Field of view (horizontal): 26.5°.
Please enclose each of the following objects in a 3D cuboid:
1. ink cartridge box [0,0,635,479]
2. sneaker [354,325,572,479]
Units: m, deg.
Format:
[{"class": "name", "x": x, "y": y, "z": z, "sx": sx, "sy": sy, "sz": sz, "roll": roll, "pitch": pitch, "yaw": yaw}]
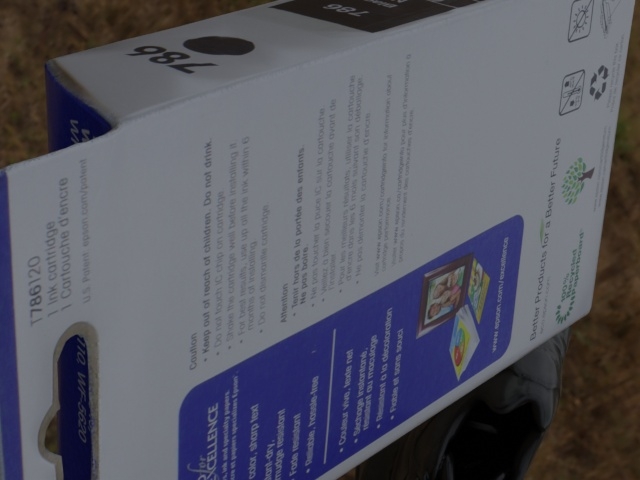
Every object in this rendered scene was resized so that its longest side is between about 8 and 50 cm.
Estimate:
[{"class": "ink cartridge box", "x": 0.000, "y": 0.000, "z": 0.475, "sx": 0.065, "sy": 0.165, "sz": 0.333, "roll": 21, "pitch": 29, "yaw": 33}, {"class": "sneaker", "x": 0.094, "y": 0.170, "z": 1.019, "sx": 0.109, "sy": 0.286, "sz": 0.130, "roll": 18, "pitch": 35, "yaw": -5}]
